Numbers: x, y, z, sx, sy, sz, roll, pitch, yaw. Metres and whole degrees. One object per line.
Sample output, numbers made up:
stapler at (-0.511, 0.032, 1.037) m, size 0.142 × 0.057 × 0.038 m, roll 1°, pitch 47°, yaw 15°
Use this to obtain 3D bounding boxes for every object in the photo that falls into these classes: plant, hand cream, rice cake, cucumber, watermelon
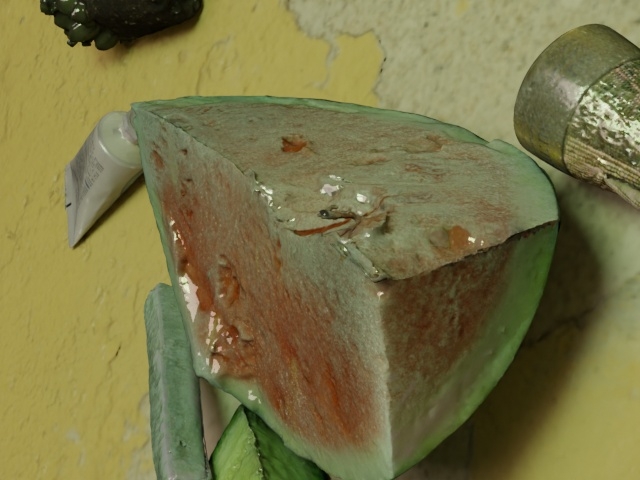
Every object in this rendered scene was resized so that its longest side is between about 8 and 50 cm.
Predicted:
plant at (-0.169, -0.210, 1.162) m, size 0.143 × 0.094 × 0.092 m, roll -2°, pitch 83°, yaw 40°
hand cream at (0.195, -0.036, 0.739) m, size 0.203 × 0.084 × 0.084 m, roll 43°, pitch 105°, yaw 38°
rice cake at (-0.100, 0.102, 0.964) m, size 0.208 × 0.033 × 0.033 m, roll -103°, pitch 33°, yaw -52°
hand cream at (-0.176, -0.061, 1.146) m, size 0.142 × 0.053 × 0.084 m, roll -43°, pitch 45°, yaw 46°
cucumber at (-0.075, 0.239, 0.894) m, size 0.244 × 0.063 × 0.115 m, roll -58°, pitch 24°, yaw 10°
watermelon at (0.000, 0.000, 0.836) m, size 0.224 × 0.180 × 0.305 m, roll -52°, pitch 41°, yaw -4°
